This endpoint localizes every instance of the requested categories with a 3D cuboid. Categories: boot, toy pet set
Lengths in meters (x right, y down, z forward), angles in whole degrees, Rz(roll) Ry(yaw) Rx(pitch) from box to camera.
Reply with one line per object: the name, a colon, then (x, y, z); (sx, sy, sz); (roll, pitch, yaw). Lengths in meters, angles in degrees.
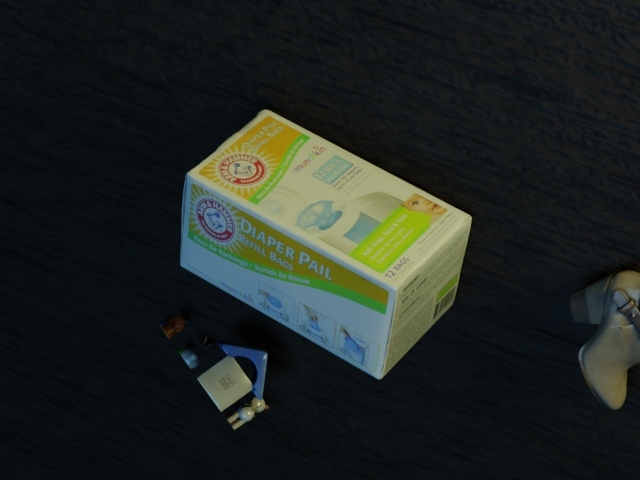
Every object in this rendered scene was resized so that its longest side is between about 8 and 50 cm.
boot: (0.236, 0.077, 1.344); (0.087, 0.042, 0.118); (-4, 120, 40)
toy pet set: (-0.086, 0.111, 1.656); (0.122, 0.065, 0.114); (54, 174, -5)

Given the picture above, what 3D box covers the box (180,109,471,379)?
box: (0.000, 0.000, 1.430); (0.203, 0.114, 0.103); (29, 137, 21)
